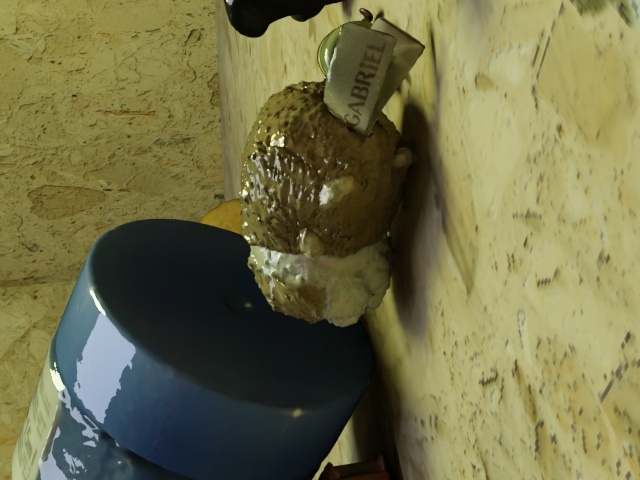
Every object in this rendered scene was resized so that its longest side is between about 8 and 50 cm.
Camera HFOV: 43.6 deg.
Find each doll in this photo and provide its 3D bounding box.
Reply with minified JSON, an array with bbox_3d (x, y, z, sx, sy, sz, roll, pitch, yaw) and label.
[{"bbox_3d":[0.002,-0.036,0.507,0.115,0.105,0.221,46,150,31],"label":"doll"}]

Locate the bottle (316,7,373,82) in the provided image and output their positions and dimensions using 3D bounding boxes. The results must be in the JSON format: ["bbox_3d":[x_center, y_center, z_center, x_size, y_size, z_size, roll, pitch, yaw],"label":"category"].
[{"bbox_3d":[0.017,-0.128,0.561,0.047,0.063,0.101,56,-179,-16],"label":"bottle"}]

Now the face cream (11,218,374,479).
[{"bbox_3d":[-0.111,0.137,0.680,0.225,0.249,0.249,-63,24,24],"label":"face cream"}]

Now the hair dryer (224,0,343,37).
[{"bbox_3d":[-0.009,-0.200,0.512,0.302,0.116,0.244,78,-176,-72],"label":"hair dryer"}]

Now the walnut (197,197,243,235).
[{"bbox_3d":[-0.072,0.036,0.872,0.207,0.168,0.167,-172,77,-78],"label":"walnut"}]

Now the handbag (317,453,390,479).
[{"bbox_3d":[0.032,0.257,0.677,0.190,0.063,0.127,97,166,-67],"label":"handbag"}]
